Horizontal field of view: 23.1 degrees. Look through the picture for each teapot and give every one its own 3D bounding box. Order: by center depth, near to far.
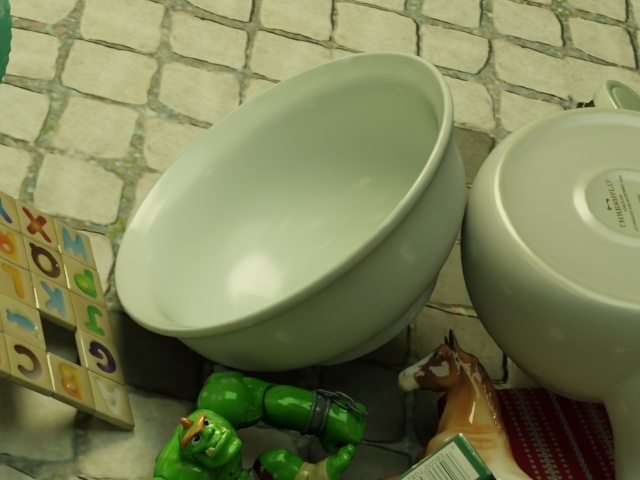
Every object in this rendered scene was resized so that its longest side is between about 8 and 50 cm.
[{"bbox_3d":[0.216,0.030,1.210,0.252,0.187,0.256,31,52,19],"label":"teapot"}]

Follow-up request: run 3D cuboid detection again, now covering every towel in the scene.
[{"bbox_3d":[0.238,0.191,1.207,0.274,0.031,0.199,0,45,-21],"label":"towel"}]

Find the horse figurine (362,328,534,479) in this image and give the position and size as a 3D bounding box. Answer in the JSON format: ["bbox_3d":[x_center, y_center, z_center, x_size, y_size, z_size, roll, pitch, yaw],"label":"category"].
[{"bbox_3d":[0.113,0.199,1.090,0.174,0.066,0.263,-33,54,-22],"label":"horse figurine"}]

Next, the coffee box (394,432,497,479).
[{"bbox_3d":[0.038,0.206,0.993,0.184,0.113,0.040,-37,57,-1],"label":"coffee box"}]

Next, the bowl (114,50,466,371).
[{"bbox_3d":[0.000,0.000,1.199,0.134,0.298,0.298,53,30,-30],"label":"bowl"}]

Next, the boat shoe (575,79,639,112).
[{"bbox_3d":[0.311,-0.004,1.399,0.114,0.091,0.302,10,45,-43],"label":"boat shoe"}]

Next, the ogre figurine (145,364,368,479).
[{"bbox_3d":[-0.058,0.169,1.075,0.118,0.097,0.197,31,78,3],"label":"ogre figurine"}]

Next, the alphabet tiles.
[{"bbox_3d":[-0.238,0.023,1.127,0.237,0.009,0.198,31,28,-43],"label":"alphabet tiles"}]

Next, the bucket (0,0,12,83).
[{"bbox_3d":[-0.384,-0.174,1.192,0.281,0.281,0.183,37,43,19],"label":"bucket"}]
